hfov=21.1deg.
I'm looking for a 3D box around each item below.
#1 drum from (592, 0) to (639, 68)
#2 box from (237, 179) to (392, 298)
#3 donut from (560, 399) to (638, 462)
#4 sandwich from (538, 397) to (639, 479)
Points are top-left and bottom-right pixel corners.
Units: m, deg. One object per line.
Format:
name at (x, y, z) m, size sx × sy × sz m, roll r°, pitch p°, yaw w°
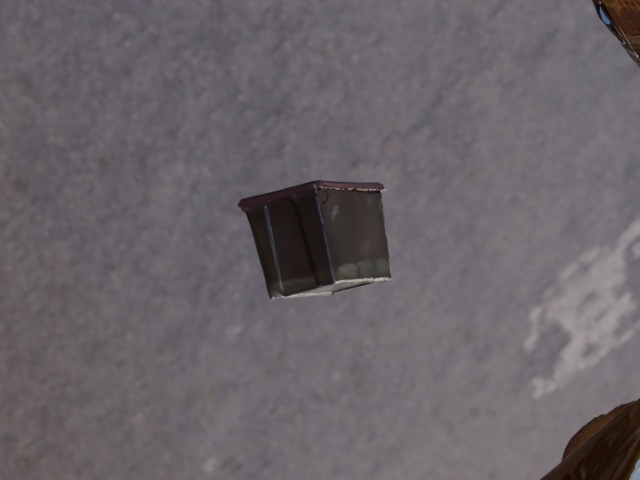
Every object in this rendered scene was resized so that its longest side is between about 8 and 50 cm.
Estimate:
drum at (0.288, -0.251, 0.759) m, size 0.431 × 0.214 × 0.431 m, roll -2°, pitch 93°, yaw -46°
box at (0.000, 0.000, 1.021) m, size 0.060 × 0.063 × 0.084 m, roll -13°, pitch 173°, yaw 29°
donut at (0.213, 0.159, 1.034) m, size 0.152 × 0.152 × 0.058 m, roll -25°, pitch 130°, yaw -26°
sandwich at (0.117, 0.109, 0.689) m, size 0.079 × 0.113 × 0.163 m, roll 13°, pitch 111°, yaw -17°
